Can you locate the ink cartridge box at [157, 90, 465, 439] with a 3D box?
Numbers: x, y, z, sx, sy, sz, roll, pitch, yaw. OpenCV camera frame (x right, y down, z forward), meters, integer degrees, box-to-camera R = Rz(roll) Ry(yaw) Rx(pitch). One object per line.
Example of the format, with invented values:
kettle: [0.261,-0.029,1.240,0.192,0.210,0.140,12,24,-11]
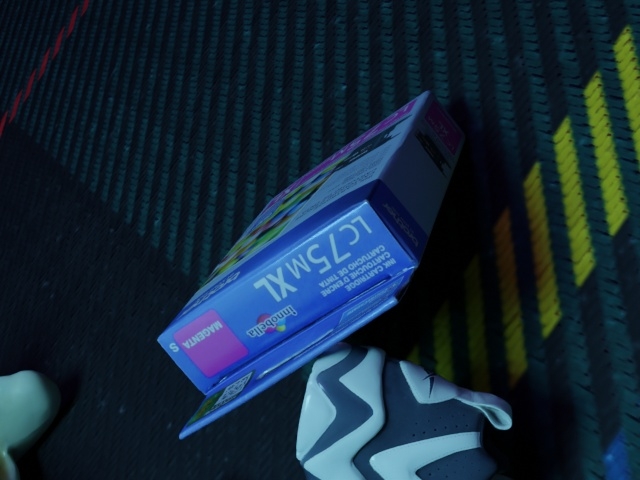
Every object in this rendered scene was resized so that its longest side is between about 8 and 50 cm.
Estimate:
ink cartridge box: [0.000,0.000,0.673,0.186,0.065,0.311,-33,13,26]

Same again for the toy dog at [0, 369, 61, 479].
toy dog: [-0.396,0.332,0.798,0.395,0.284,0.408,-45,41,13]

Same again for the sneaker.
sneaker: [0.057,0.183,0.577,0.153,0.094,0.235,10,102,8]
